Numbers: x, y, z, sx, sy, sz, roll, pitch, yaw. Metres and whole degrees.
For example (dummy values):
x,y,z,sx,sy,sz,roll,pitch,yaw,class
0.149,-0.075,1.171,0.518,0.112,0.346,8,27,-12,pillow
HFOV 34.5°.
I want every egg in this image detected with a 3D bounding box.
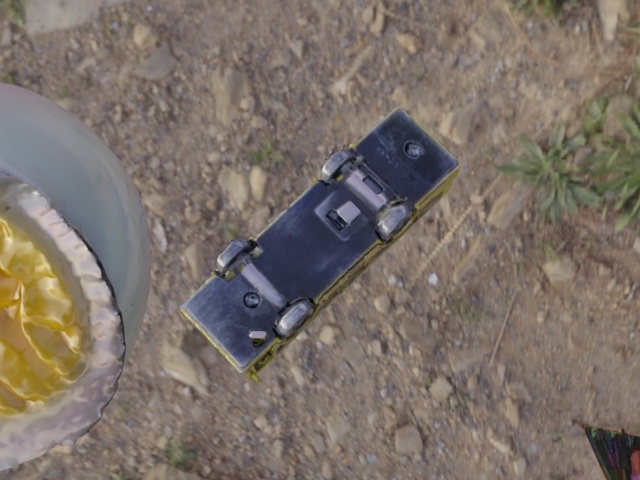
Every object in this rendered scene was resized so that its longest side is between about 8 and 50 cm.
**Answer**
x,y,z,sx,sy,sz,roll,pitch,yaw,class
-0.335,0.002,1.021,0.354,0.355,0.340,-12,24,6,egg

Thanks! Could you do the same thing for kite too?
x,y,z,sx,sy,sz,roll,pitch,yaw,class
0.465,0.338,1.424,0.321,0.016,0.234,14,85,-28,kite

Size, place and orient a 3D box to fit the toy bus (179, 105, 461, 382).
x,y,z,sx,sy,sz,roll,pitch,yaw,class
0.000,0.000,0.768,0.081,0.074,0.226,43,79,10,toy bus
